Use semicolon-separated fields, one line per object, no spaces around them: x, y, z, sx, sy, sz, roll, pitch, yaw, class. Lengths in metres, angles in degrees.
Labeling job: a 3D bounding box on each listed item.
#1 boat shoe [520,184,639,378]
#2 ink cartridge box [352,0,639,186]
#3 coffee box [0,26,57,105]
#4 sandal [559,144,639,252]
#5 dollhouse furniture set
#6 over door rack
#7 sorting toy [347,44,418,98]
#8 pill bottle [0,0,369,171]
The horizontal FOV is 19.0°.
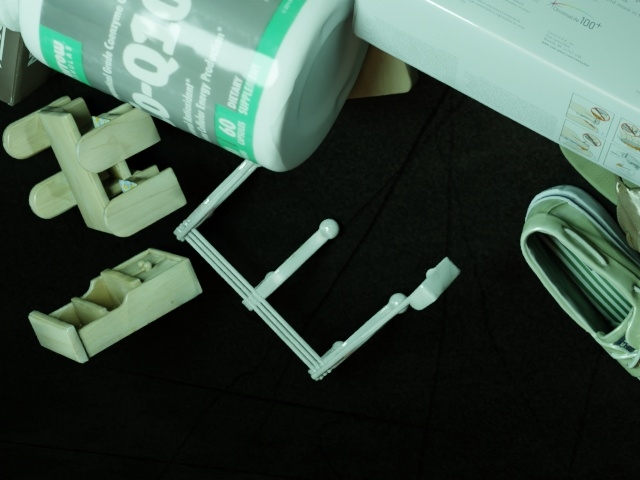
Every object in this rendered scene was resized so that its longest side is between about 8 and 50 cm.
0.304;0.079;1.887;0.302;0.094;0.109;45;129;-2;boat shoe
0.229;-0.240;1.682;0.309;0.272;0.130;30;159;11;ink cartridge box
-0.411;-0.290;2.043;0.297;0.119;0.168;25;127;14;coffee box
0.347;-0.015;1.810;0.303;0.086;0.120;47;129;-4;sandal
-0.256;-0.018;2.041;0.212;0.161;0.242;13;129;59;dollhouse furniture set
0.000;0.000;1.981;0.239;0.108;0.324;45;150;-2;over door rack
-0.039;-0.267;1.870;0.255;0.089;0.257;-4;116;31;sorting toy
-0.148;-0.223;1.766;0.361;0.204;0.204;25;127;15;pill bottle
